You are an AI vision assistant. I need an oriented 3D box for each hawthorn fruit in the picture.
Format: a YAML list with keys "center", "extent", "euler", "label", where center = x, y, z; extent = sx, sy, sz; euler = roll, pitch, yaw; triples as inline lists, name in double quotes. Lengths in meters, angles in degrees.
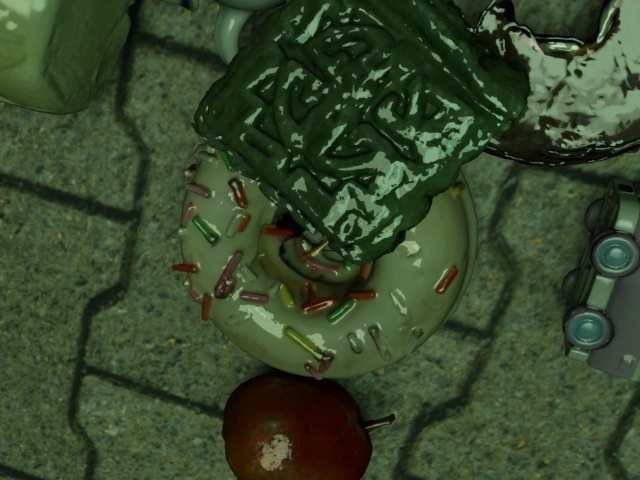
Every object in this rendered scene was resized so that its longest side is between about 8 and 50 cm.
- center: [-0.012, 0.257, 1.013]
  extent: [0.226, 0.196, 0.196]
  euler: [-10, 109, -1]
  label: "hawthorn fruit"

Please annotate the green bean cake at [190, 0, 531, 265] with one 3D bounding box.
- center: [0.042, -0.131, 0.739]
  extent: [0.241, 0.132, 0.255]
  euler: [46, 104, 7]
  label: "green bean cake"

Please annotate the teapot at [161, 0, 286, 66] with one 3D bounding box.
- center: [-0.114, -0.329, 0.747]
  extent: [0.280, 0.252, 0.424]
  euler: [-38, 140, -5]
  label: "teapot"

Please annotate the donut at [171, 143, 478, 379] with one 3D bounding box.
- center: [0.000, 0.000, 0.927]
  extent: [0.383, 0.142, 0.382]
  euler: [4, 111, 10]
  label: "donut"

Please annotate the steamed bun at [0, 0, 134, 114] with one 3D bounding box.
- center: [-0.357, -0.260, 0.864]
  extent: [0.291, 0.273, 0.272]
  euler: [19, 129, 8]
  label: "steamed bun"

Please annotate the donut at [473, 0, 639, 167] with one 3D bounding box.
- center: [0.282, -0.238, 0.778]
  extent: [0.260, 0.136, 0.344]
  euler: [17, 115, 5]
  label: "donut"

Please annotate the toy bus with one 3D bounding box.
- center: [0.359, 0.042, 0.870]
  extent: [0.142, 0.142, 0.202]
  euler: [16, 114, 12]
  label: "toy bus"
